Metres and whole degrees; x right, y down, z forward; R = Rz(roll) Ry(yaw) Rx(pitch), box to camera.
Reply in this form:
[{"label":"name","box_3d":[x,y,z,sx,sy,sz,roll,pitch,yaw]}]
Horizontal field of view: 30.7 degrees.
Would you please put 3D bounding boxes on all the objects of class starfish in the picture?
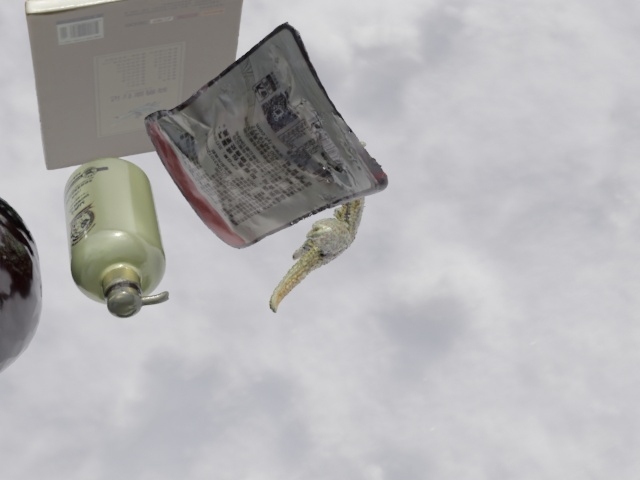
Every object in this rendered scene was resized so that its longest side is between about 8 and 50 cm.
[{"label":"starfish","box_3d":[0.000,0.000,1.167,0.053,0.208,0.176,37,78,7]}]

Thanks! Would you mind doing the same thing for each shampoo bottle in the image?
[{"label":"shampoo bottle","box_3d":[-0.171,0.004,0.971,0.079,0.079,0.162,-51,34,25]}]

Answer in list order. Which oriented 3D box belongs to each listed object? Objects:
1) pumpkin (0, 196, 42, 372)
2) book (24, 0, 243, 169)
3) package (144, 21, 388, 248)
[{"label":"pumpkin","box_3d":[-0.340,0.040,0.956,0.233,0.233,0.163,4,118,31]},{"label":"book","box_3d":[-0.197,-0.173,1.250,0.310,0.216,0.021,110,145,-63]},{"label":"package","box_3d":[-0.056,-0.077,0.998,0.239,0.030,0.154,-23,104,47]}]
